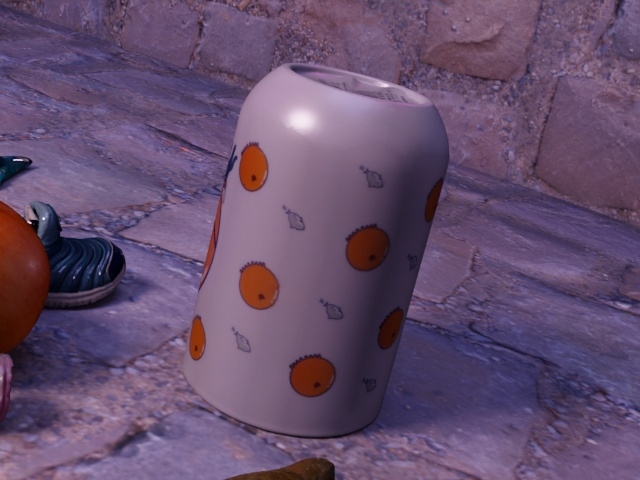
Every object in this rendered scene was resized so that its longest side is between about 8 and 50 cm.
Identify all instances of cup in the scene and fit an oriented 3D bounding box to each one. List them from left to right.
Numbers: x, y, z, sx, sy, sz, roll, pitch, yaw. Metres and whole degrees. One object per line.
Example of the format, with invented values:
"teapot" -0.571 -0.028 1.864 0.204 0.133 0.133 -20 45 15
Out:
"cup" 0.000 0.000 0.826 0.212 0.318 0.212 14 18 -5

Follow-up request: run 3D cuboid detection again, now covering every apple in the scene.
"apple" -0.324 0.033 0.750 0.163 0.139 0.163 -11 51 14

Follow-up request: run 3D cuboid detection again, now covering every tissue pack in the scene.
"tissue pack" -0.489 -0.112 1.244 0.085 0.028 0.138 13 15 -3

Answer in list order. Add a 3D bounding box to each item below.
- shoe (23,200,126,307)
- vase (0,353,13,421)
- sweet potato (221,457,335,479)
"shoe" -0.301 0.013 0.902 0.207 0.106 0.091 3 23 -46
"vase" -0.347 0.111 0.633 0.214 0.086 0.086 7 19 -34
"sweet potato" -0.044 0.216 0.521 0.124 0.098 0.310 33 14 -13
